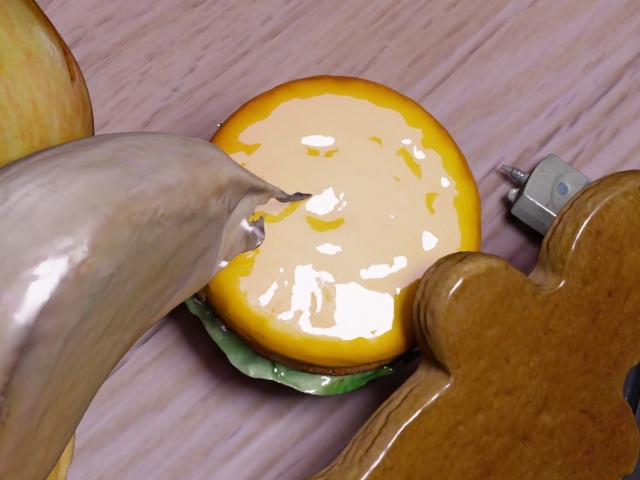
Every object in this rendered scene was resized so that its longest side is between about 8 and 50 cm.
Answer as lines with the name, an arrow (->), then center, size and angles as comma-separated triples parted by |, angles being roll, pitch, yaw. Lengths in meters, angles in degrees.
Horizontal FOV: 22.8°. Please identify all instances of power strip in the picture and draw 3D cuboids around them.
power strip -> 0.252, -0.004, 1.361 | 0.227, 0.029, 0.080 | 34, 43, 5

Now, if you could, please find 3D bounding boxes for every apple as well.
apple -> -0.299, -0.098, 1.123 | 0.264, 0.264, 0.264 | 6, 69, -15

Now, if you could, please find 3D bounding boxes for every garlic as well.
garlic -> -0.155, 0.020, 1.031 | 0.151, 0.196, 0.338 | 22, 62, 38

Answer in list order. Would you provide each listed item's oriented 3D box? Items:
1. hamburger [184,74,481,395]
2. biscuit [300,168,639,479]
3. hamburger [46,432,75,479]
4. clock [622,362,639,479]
hamburger -> 0.000, -0.002, 1.231 | 0.246, 0.170, 0.246 | 1, 79, -7
biscuit -> 0.135, 0.122, 1.188 | 0.432, 0.064, 0.283 | -52, 128, -10
hamburger -> -0.282, 0.169, 1.097 | 0.245, 0.155, 0.282 | -2, 75, -24
clock -> 0.332, 0.199, 1.320 | 0.273, 0.049, 0.279 | 22, 66, -8
